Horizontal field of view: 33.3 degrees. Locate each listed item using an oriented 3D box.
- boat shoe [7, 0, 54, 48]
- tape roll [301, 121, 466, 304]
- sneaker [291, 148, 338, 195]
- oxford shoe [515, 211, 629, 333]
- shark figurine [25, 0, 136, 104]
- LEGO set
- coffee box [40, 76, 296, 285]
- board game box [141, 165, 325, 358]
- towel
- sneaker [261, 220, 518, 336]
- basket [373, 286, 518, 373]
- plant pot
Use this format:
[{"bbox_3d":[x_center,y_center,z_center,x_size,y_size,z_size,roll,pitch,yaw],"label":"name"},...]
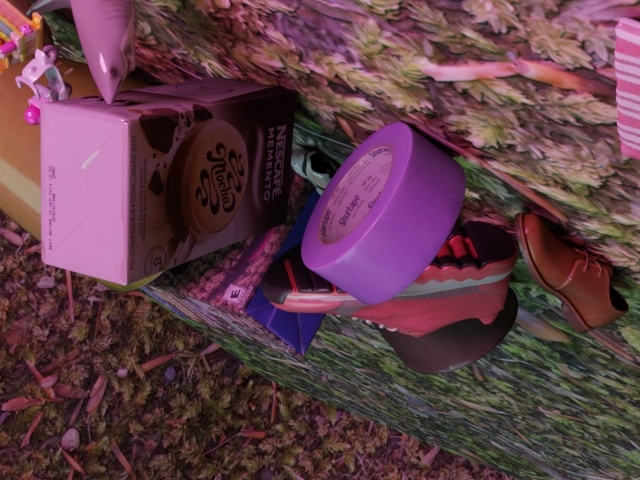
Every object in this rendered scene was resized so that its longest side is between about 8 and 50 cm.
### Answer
[{"bbox_3d":[-0.401,-0.312,1.256,0.109,0.098,0.302,3,160,22],"label":"boat shoe"},{"bbox_3d":[0.067,-0.030,1.171,0.080,0.189,0.189,34,165,-20],"label":"tape roll"},{"bbox_3d":[0.010,-0.081,1.403,0.109,0.040,0.044,35,162,-28],"label":"sneaker"},{"bbox_3d":[0.293,0.029,1.242,0.076,0.076,0.212,-21,134,31],"label":"oxford shoe"},{"bbox_3d":[-0.256,-0.263,1.107,0.116,0.166,0.278,2,-156,-22],"label":"shark figurine"},{"bbox_3d":[-0.393,-0.211,1.134,0.287,0.107,0.132,24,138,34],"label":"LEGO set"},{"bbox_3d":[-0.156,-0.077,1.158,0.119,0.168,0.297,13,-160,28],"label":"coffee box"},{"bbox_3d":[-0.107,0.009,1.544,0.291,0.232,0.141,13,158,45],"label":"board game box"},{"bbox_3d":[0.301,-0.099,0.830,0.144,0.029,0.197,23,164,25],"label":"towel"},{"bbox_3d":[0.086,0.071,1.310,0.314,0.116,0.136,-5,124,-2],"label":"sneaker"},{"bbox_3d":[0.121,0.057,1.458,0.204,0.154,0.227,-20,130,39],"label":"basket"},{"bbox_3d":[-0.323,-0.114,1.344,0.293,0.275,0.275,29,169,-39],"label":"plant pot"}]
